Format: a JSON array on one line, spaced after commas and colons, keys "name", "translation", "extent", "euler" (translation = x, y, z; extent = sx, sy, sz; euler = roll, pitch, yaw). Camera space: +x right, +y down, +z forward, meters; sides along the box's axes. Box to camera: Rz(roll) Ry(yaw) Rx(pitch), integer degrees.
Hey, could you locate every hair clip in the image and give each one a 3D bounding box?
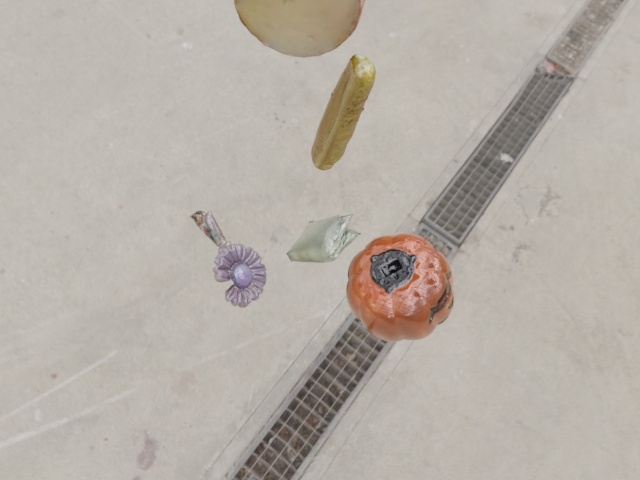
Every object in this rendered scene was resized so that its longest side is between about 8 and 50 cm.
[{"name": "hair clip", "translation": [-0.253, 0.035, 1.430], "extent": [0.173, 0.069, 0.300], "euler": [-32, 87, -47]}]

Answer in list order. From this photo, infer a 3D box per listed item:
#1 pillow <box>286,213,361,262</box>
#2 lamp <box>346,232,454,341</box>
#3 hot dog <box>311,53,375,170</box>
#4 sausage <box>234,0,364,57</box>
[{"name": "pillow", "translation": [0.000, 0.000, 1.333], "extent": [0.078, 0.181, 0.134], "euler": [52, 57, -25]}, {"name": "lamp", "translation": [0.139, 0.086, 0.909], "extent": [0.187, 0.164, 0.188], "euler": [-9, 58, 15]}, {"name": "hot dog", "translation": [0.042, -0.237, 1.014], "extent": [0.061, 0.286, 0.088], "euler": [2, 65, -16]}, {"name": "sausage", "translation": [-0.013, -0.513, 0.954], "extent": [0.233, 0.233, 0.287], "euler": [17, 58, -1]}]
